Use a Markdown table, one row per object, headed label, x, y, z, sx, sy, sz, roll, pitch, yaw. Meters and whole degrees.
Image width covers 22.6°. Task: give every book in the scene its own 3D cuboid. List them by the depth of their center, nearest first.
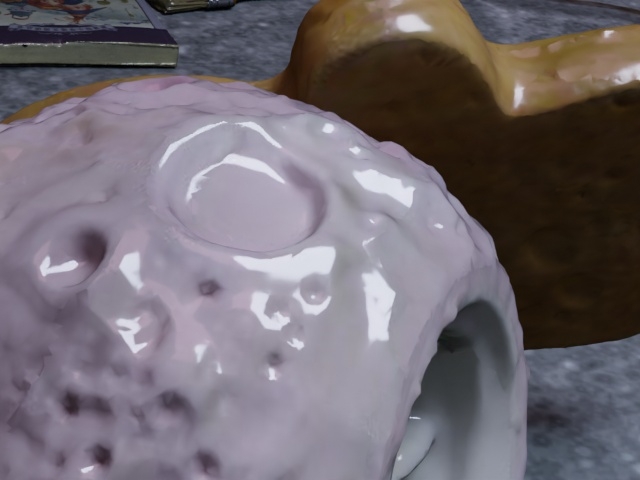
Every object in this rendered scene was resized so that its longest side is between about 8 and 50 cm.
| label | x | y | z | sx | sy | sz | roll | pitch | yaw |
| --- | --- | --- | --- | --- | --- | --- | --- | --- | --- |
| book | -0.212 | -0.187 | 1.210 | 0.157 | 0.026 | 0.231 | -3 | 30 | -21 |

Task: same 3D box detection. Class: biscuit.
| label | x | y | z | sx | sy | sz | roll | pitch | yaw |
| --- | --- | --- | --- | --- | --- | --- | --- | --- | --- |
| biscuit | 0.000 | -0.002 | 0.708 | 0.354 | 0.275 | 0.052 | -11 | 50 | 0 |

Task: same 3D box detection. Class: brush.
| label | x | y | z | sx | sy | sz | roll | pitch | yaw |
| --- | --- | --- | --- | --- | --- | --- | --- | --- | --- |
| brush | -0.060 | -0.200 | 1.294 | 0.170 | 0.014 | 0.043 | -9 | 32 | -33 |

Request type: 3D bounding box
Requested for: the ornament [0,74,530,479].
| label | x | y | z | sx | sy | sz | roll | pitch | yaw |
| --- | --- | --- | --- | --- | --- | --- | --- | --- | --- |
| ornament | -0.055 | 0.070 | 0.545 | 0.225 | 0.259 | 0.259 | 3 | 25 | 23 |
